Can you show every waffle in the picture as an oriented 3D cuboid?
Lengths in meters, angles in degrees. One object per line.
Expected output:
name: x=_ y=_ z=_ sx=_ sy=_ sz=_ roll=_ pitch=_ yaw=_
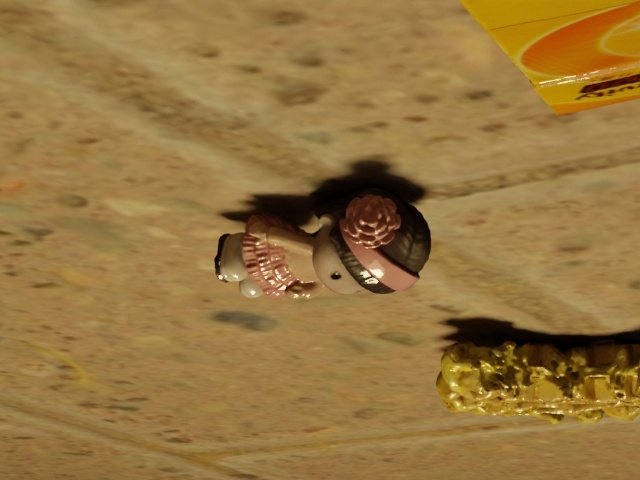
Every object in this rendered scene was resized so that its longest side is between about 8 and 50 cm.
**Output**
waffle: x=0.176 y=0.092 z=1.157 sx=0.194 sy=0.051 sz=0.149 roll=3 pitch=164 yaw=0

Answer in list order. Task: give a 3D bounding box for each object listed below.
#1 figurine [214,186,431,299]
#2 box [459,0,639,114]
figurine: x=0.000 y=0.000 z=0.920 sx=0.129 sy=0.054 sz=0.072 roll=-4 pitch=147 yaw=38
box: x=0.126 y=-0.091 z=0.531 sx=0.152 sy=0.043 sz=0.269 roll=-11 pitch=174 yaw=13
